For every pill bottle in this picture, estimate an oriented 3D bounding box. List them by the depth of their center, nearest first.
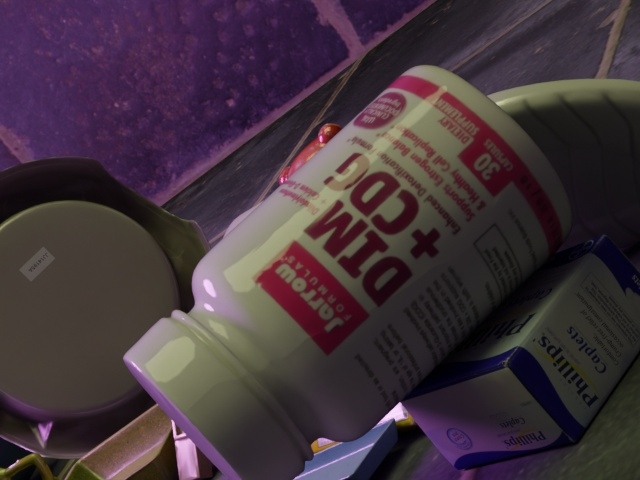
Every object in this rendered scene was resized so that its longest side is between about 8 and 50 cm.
[{"bbox_3d":[0.017,0.031,1.098,0.283,0.160,0.160,-43,11,-11],"label":"pill bottle"}]

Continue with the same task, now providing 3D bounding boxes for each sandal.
[{"bbox_3d":[0.101,-0.050,1.285,0.416,0.169,0.102,-16,42,22],"label":"sandal"}]

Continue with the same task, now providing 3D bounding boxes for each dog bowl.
[{"bbox_3d":[-0.289,0.082,1.907,0.349,0.349,0.102,-43,-3,-15],"label":"dog bowl"}]

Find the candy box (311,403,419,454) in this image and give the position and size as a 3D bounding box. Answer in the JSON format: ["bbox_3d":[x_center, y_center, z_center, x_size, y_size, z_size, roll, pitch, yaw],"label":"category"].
[{"bbox_3d":[0.017,0.116,1.334,0.027,0.105,0.206,2,-16,-34],"label":"candy box"}]

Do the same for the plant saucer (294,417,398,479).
[{"bbox_3d":[-0.009,0.190,1.296,0.192,0.018,0.067,-31,13,49],"label":"plant saucer"}]

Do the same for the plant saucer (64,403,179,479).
[{"bbox_3d":[-0.198,0.240,1.692,0.188,0.045,0.188,-36,11,20],"label":"plant saucer"}]

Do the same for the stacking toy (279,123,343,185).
[{"bbox_3d":[0.000,0.000,1.557,0.309,0.130,0.279,-45,-2,28],"label":"stacking toy"}]

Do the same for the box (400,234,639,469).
[{"bbox_3d":[0.141,0.076,1.114,0.137,0.072,0.126,-48,13,-34],"label":"box"}]

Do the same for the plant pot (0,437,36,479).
[{"bbox_3d":[-0.485,0.273,2.038,0.271,0.272,0.255,-35,-4,24],"label":"plant pot"}]

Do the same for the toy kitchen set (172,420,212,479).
[{"bbox_3d":[-0.108,0.196,1.601,0.083,0.075,0.068,3,-18,-40],"label":"toy kitchen set"}]

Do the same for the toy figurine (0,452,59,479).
[{"bbox_3d":[-0.287,0.288,1.458,0.362,0.191,0.217,-35,7,19],"label":"toy figurine"}]
